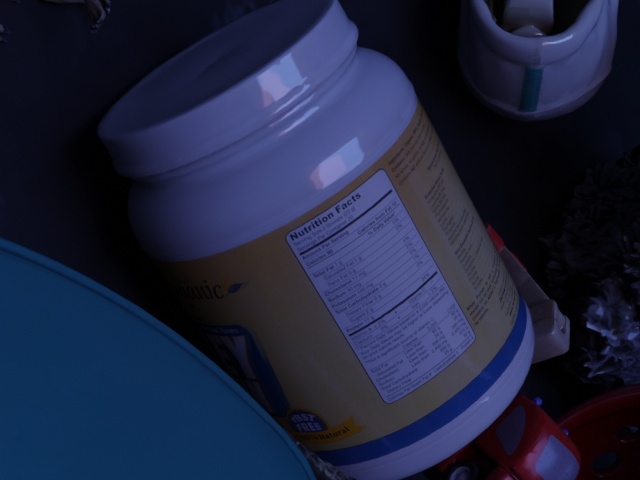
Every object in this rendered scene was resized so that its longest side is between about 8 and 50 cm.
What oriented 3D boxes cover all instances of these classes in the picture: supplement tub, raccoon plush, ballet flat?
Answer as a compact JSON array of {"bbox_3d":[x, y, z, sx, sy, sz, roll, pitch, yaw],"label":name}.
[{"bbox_3d":[0.000,0.000,0.541,0.144,0.144,0.200,-49,118,-37],"label":"supplement tub"},{"bbox_3d":[0.366,0.025,0.735,0.446,0.299,0.216,33,54,-16],"label":"raccoon plush"},{"bbox_3d":[-0.017,0.168,0.469,0.482,0.182,0.164,30,39,-28],"label":"ballet flat"},{"bbox_3d":[0.145,-0.278,0.714,0.139,0.139,0.400,10,81,-44],"label":"ballet flat"}]

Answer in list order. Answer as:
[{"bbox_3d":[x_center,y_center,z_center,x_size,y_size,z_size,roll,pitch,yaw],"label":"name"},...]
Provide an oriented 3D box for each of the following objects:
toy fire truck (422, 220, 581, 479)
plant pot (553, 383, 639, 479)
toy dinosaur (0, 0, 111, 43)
[{"bbox_3d":[0.091,0.068,0.631,0.135,0.192,0.047,-46,120,-6],"label":"toy fire truck"},{"bbox_3d":[0.223,0.208,0.703,0.174,0.191,0.191,41,58,-30],"label":"plant pot"},{"bbox_3d":[-0.142,-0.137,0.493,0.183,0.053,0.093,12,61,-52],"label":"toy dinosaur"}]
